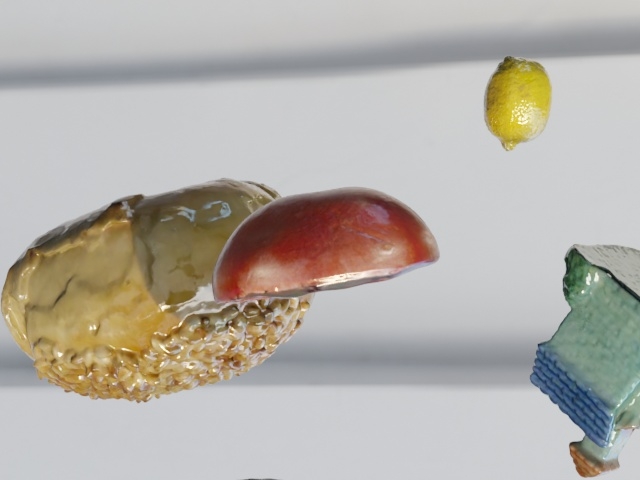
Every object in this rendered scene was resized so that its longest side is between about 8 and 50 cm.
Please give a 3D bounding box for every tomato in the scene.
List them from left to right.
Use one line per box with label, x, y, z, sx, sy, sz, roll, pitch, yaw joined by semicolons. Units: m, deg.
tomato;-0.003;0.001;1.270;0.166;0.174;0.082;176;-97;-72

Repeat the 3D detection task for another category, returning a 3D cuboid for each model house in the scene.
model house;0.212;0.092;1.116;0.148;0.119;0.148;2;122;-57

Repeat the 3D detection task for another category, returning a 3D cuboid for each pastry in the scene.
pastry;-0.194;0.070;1.966;0.409;0.410;0.245;6;69;-80

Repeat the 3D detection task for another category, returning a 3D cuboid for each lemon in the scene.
lemon;0.229;-0.158;1.814;0.082;0.082;0.110;-40;135;-77

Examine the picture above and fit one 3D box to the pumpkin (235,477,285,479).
pumpkin;-0.030;0.322;1.355;0.300;0.300;0.207;-57;162;-72
